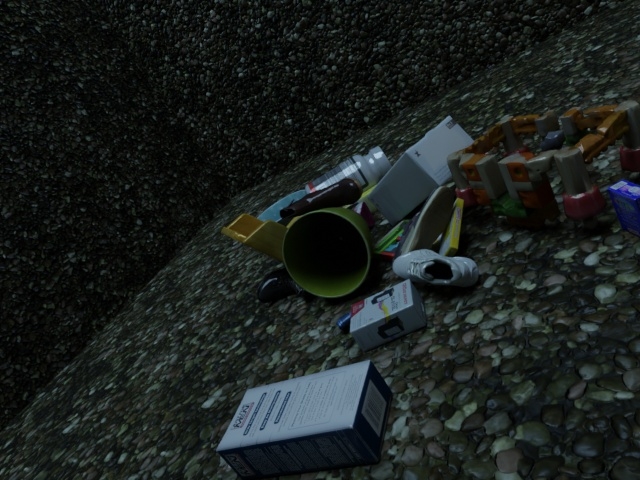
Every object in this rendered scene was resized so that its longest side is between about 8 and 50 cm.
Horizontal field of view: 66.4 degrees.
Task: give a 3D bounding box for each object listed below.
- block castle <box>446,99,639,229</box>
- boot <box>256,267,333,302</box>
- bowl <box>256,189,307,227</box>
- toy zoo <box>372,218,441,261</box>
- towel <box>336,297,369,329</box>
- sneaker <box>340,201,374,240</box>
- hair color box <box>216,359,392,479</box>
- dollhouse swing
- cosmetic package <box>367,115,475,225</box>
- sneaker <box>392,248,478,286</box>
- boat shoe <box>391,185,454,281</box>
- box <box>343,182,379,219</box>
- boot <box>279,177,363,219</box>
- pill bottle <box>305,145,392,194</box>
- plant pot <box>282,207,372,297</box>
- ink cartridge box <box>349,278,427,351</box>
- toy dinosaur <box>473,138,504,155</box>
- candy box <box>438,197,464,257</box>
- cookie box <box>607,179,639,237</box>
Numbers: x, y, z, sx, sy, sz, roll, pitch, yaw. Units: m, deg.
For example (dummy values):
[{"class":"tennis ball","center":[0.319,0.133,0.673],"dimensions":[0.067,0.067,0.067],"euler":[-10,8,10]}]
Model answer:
[{"class":"block castle","center":[0.581,-0.186,1.283],"dimensions":[0.303,0.213,0.453],"euler":[-35,21,-17]},{"class":"boot","center":[-0.094,0.152,1.708],"dimensions":[0.263,0.091,0.229],"euler":[-34,18,-10]},{"class":"bowl","center":[-0.146,-0.078,2.241],"dimensions":[0.311,0.163,0.311],"euler":[-29,19,11]},{"class":"toy zoo","center":[0.297,0.000,1.543],"dimensions":[0.192,0.030,0.293],"euler":[-40,20,-19]},{"class":"towel","center":[0.096,0.201,1.350],"dimensions":[0.119,0.029,0.067],"euler":[-34,-5,-4]},{"class":"sneaker","center":[0.125,-0.060,1.856],"dimensions":[0.111,0.103,0.252],"euler":[-19,23,32]},{"class":"hair color box","center":[-0.034,0.382,1.032],"dimensions":[0.347,0.105,0.174],"euler":[-22,22,29]},{"class":"dollhouse swing","center":[-0.146,-0.087,1.830],"dimensions":[0.305,0.315,0.347],"euler":[-64,23,-3]},{"class":"cosmetic package","center":[0.328,-0.218,1.628],"dimensions":[0.217,0.156,0.385],"euler":[-41,-3,-19]},{"class":"sneaker","center":[0.268,0.067,1.229],"dimensions":[0.232,0.090,0.115],"euler":[1,-2,43]},{"class":"boat shoe","center":[0.277,-0.025,1.374],"dimensions":[0.092,0.102,0.285],"euler":[30,99,55]},{"class":"box","center":[0.183,-0.145,1.998],"dimensions":[0.232,0.087,0.058],"euler":[-33,17,4]},{"class":"boot","center":[0.001,-0.123,1.602],"dimensions":[0.207,0.090,0.248],"euler":[-27,9,-32]},{"class":"pill bottle","center":[0.134,-0.236,2.105],"dimensions":[0.363,0.210,0.210],"euler":[-31,19,5]},{"class":"plant pot","center":[0.058,0.004,1.586],"dimensions":[0.274,0.275,0.293],"euler":[-25,7,24]},{"class":"ink cartridge box","center":[0.168,0.186,1.233],"dimensions":[0.175,0.072,0.127],"euler":[-28,19,17]},{"class":"toy dinosaur","center":[0.543,-0.276,1.702],"dimensions":[0.200,0.127,0.296],"euler":[-32,30,27]},{"class":"candy box","center":[0.359,-0.016,1.355],"dimensions":[0.105,0.027,0.206],"euler":[103,-173,-47]},{"class":"cookie box","center":[0.652,-0.062,1.011],"dimensions":[0.040,0.107,0.092],"euler":[-30,20,7]}]
